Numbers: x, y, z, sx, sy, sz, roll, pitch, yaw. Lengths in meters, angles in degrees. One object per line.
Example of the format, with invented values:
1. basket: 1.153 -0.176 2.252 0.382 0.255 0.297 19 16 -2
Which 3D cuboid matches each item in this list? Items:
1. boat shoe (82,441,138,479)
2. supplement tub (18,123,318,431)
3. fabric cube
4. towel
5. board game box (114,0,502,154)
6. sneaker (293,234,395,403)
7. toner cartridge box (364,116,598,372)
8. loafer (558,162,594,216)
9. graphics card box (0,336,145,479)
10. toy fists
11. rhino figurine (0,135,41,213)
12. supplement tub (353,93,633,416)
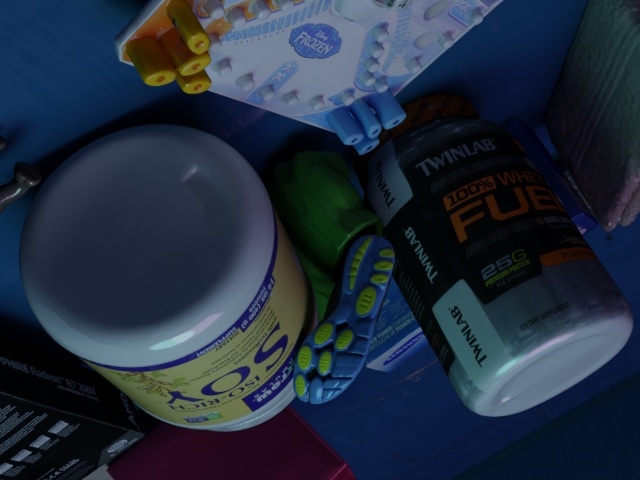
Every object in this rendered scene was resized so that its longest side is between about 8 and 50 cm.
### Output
1. boat shoe: -0.405 0.324 1.406 0.335 0.095 0.112 -6 133 -44
2. supplement tub: -0.135 0.058 1.007 0.241 0.241 0.331 -27 153 -2
3. fabric cube: -0.116 0.374 1.487 0.258 0.254 0.259 -44 154 -12
4. towel: 0.349 -0.154 1.143 0.049 0.187 0.282 -17 152 -13
5. board game box: 0.077 -0.235 0.852 0.390 0.050 0.390 -40 158 22
6. sneaker: 0.031 0.086 1.019 0.078 0.067 0.188 72 40 -71
7. toner cartridge box: 0.172 0.011 1.290 0.348 0.165 0.075 -39 150 19
8. loafer: 0.354 -0.055 1.460 0.096 0.084 0.267 15 135 -10
9. graphics card box: -0.397 0.217 1.106 0.233 0.094 0.371 -36 149 9
10. toy fists: 0.000 0.000 1.145 0.096 0.142 0.279 -37 157 -20
11. rhino figurine: -0.359 -0.055 0.794 0.106 0.073 0.243 -44 147 23
12. supplement tub: 0.180 0.009 1.103 0.207 0.338 0.207 -22 152 -12
